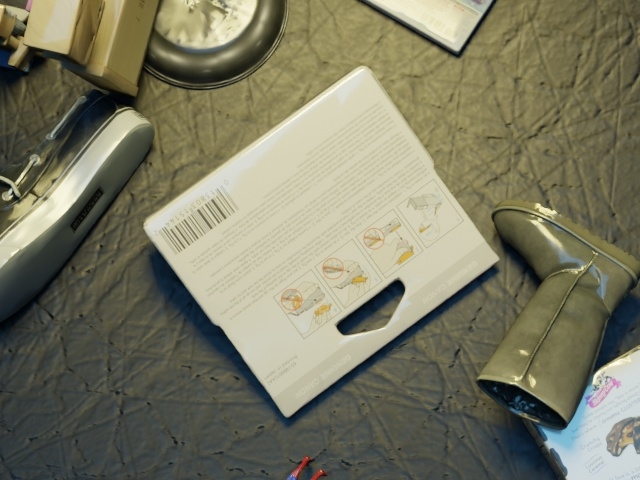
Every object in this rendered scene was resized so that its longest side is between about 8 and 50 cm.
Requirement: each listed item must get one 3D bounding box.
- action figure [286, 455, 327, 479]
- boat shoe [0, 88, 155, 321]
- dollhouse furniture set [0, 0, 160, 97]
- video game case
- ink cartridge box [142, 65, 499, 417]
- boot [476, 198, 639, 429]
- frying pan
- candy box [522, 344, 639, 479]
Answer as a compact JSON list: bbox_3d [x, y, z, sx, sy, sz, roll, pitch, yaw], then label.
[{"bbox_3d":[-0.041,0.281,1.548,0.038,0.030,0.115,41,88,17],"label":"action figure"},{"bbox_3d":[-0.315,-0.040,1.597,0.105,0.113,0.306,33,79,17],"label":"boat shoe"},{"bbox_3d":[-0.340,-0.298,1.552,0.303,0.286,0.198,14,88,8],"label":"dollhouse furniture set"},{"bbox_3d":[0.128,-0.309,1.678,0.157,0.019,0.143,31,81,11],"label":"video game case"},{"bbox_3d":[0.000,0.000,1.591,0.296,0.066,0.261,-36,97,-5],"label":"ink cartridge box"},{"bbox_3d":[0.219,0.074,1.526,0.189,0.076,0.208,27,69,22],"label":"boot"},{"bbox_3d":[-0.155,-0.332,1.689,0.197,0.053,0.326,-19,80,-2],"label":"frying pan"},{"bbox_3d":[0.329,0.224,1.517,0.165,0.070,0.196,-30,78,-3],"label":"candy box"}]
